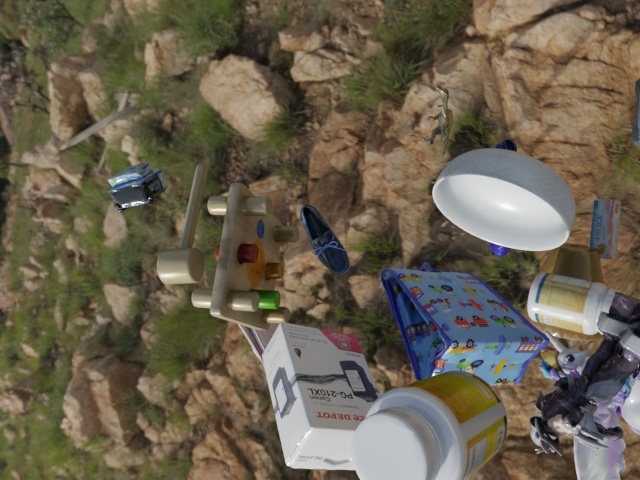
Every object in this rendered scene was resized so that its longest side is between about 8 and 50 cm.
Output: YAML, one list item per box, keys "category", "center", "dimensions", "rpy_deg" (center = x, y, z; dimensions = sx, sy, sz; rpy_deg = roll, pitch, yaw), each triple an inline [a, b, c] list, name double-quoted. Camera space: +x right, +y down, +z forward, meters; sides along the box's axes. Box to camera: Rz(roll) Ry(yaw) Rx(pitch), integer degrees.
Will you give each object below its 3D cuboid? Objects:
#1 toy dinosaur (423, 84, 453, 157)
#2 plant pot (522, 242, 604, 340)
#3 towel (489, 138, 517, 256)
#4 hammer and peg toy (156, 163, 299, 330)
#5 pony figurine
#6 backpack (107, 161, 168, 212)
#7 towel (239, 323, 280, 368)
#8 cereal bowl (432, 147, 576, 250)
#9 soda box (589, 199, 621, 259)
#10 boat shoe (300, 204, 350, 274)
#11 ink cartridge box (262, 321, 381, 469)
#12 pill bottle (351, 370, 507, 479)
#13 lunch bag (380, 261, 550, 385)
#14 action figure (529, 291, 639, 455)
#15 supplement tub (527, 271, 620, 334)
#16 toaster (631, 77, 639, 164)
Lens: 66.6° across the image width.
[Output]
- category: "toy dinosaur"
  center: [0.273, -0.245, 1.077]
  dimensions: [0.053, 0.092, 0.183]
  rpy_deg: [17, 134, 33]
- category: "plant pot"
  center: [0.765, 0.143, 1.495]
  dimensions: [0.237, 0.237, 0.254]
  rpy_deg: [14, 105, 38]
- category: "towel"
  center: [0.558, -0.127, 1.514]
  dimensions: [0.077, 0.227, 0.308]
  rpy_deg: [0, 135, 8]
- category: "hammer and peg toy"
  center: [-0.151, 0.023, 0.941]
  dimensions: [0.128, 0.361, 0.265]
  rpy_deg: [2, 73, 15]
- category: "pony figurine"
  center: [0.666, 0.347, 1.023]
  dimensions: [0.364, 0.303, 0.350]
  rpy_deg: [-23, 86, 55]
- category: "backpack"
  center: [-0.396, -0.124, 1.069]
  dimensions: [0.105, 0.114, 0.084]
  rpy_deg: [-13, 109, 16]
- category: "towel"
  center: [-0.138, 0.320, 1.441]
  dimensions: [0.053, 0.332, 0.316]
  rpy_deg: [-34, 65, 1]
- category: "cereal bowl"
  center: [0.461, -0.117, 1.209]
  dimensions: [0.339, 0.339, 0.141]
  rpy_deg: [15, 69, 38]
- category: "soda box"
  center: [0.885, -0.034, 1.516]
  dimensions: [0.063, 0.058, 0.183]
  rpy_deg: [4, 86, 51]
- category: "boat shoe"
  center: [0.000, 0.000, 1.578]
  dimensions: [0.109, 0.089, 0.258]
  rpy_deg: [-38, 77, 2]
- category: "ink cartridge box"
  center: [0.008, 0.273, 0.871]
  dimensions: [0.100, 0.172, 0.237]
  rpy_deg: [-61, 29, 25]
- category: "pill bottle"
  center: [0.127, 0.219, 0.556]
  dimensions: [0.117, 0.215, 0.117]
  rpy_deg: [-5, 81, 36]
- category: "lunch bag"
  center: [0.264, 0.140, 0.990]
  dimensions: [0.293, 0.221, 0.138]
  rpy_deg: [-111, 31, -50]
- category: "action figure"
  center: [0.411, 0.222, 0.731]
  dimensions: [0.099, 0.185, 0.284]
  rpy_deg: [32, 110, 4]
- category: "supplement tub"
  center: [0.685, 0.173, 1.322]
  dimensions: [0.200, 0.144, 0.144]
  rpy_deg: [12, 100, 40]
- category: "toaster"
  center: [0.838, -0.296, 1.153]
  dimensions: [0.147, 0.129, 0.226]
  rpy_deg: [-3, 69, 50]
